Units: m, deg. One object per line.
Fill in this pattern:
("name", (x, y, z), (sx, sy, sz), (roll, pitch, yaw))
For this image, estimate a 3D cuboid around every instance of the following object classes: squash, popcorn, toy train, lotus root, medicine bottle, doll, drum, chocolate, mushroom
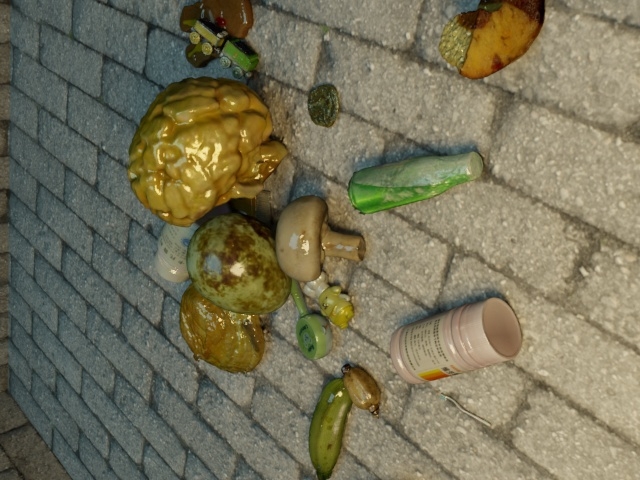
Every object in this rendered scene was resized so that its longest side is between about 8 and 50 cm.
("squash", (0.015, 0.496, 1.706), (0.094, 0.094, 0.341), (30, 121, 37))
("popcorn", (-0.304, -0.238, 1.659), (0.344, 0.390, 0.354), (50, 158, 45))
("toy train", (-0.248, -0.498, 1.706), (0.202, 0.060, 0.081), (39, 126, 3))
("lotus root", (0.104, 0.363, 1.601), (0.072, 0.063, 0.152), (-33, 65, 2))
("medicine bottle", (-0.377, -0.008, 1.913), (0.170, 0.170, 0.293), (59, 138, 17))
("doll", (0.020, 0.143, 1.632), (0.162, 0.062, 0.106), (48, 132, 27))
("medicine bottle", (0.270, 0.207, 1.349), (0.249, 0.133, 0.133), (-29, 79, 44))
("drum", (-0.047, 0.195, 1.719), (0.253, 0.049, 0.130), (58, 145, 32))
("chocolate", (0.196, -0.126, 1.368), (0.291, 0.110, 0.110), (-11, 92, 43))
("mushroom", (0.000, 0.000, 1.553), (0.215, 0.207, 0.208), (9, 109, 9))

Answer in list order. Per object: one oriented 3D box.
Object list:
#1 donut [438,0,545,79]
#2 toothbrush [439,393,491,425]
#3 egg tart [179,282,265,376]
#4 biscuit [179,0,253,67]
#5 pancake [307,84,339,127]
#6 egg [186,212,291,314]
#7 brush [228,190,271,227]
("donut", (0.311, -0.423, 1.157), (0.112, 0.151, 0.295), (35, 111, 50))
("toothbrush", (0.312, 0.365, 1.430), (0.131, 0.011, 0.013), (26, 104, 39))
("egg tart", (-0.299, 0.246, 1.916), (0.351, 0.153, 0.340), (-35, 79, 50))
("biscuit", (-0.288, -0.577, 1.780), (0.295, 0.044, 0.186), (-10, 95, 46))
("pancake", (0.006, -0.319, 1.565), (0.108, 0.017, 0.108), (10, 104, 45))
("egg", (-0.195, 0.063, 1.654), (0.289, 0.238, 0.238), (36, 136, -17))
("brush", (-0.231, -0.103, 1.859), (0.272, 0.013, 0.103), (13, 109, 43))
